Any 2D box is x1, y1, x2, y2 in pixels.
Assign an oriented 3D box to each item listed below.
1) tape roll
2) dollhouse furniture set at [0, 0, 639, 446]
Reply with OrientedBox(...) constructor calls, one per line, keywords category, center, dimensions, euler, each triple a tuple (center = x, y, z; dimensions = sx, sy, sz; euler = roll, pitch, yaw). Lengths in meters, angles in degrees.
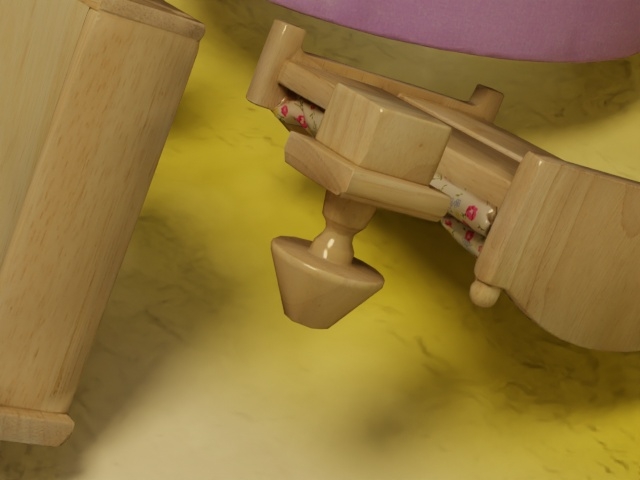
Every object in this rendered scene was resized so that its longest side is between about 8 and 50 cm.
OrientedBox(category="tape roll", center=(0.057, -0.184, 0.910), dimensions=(0.275, 0.090, 0.275), euler=(11, 22, -5))
OrientedBox(category="dollhouse furniture set", center=(0.000, 0.000, 0.775), dimensions=(0.355, 0.173, 0.303), euler=(13, 14, -36))
